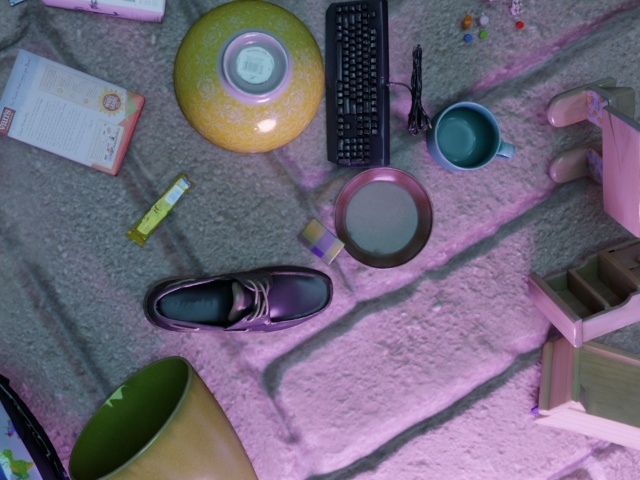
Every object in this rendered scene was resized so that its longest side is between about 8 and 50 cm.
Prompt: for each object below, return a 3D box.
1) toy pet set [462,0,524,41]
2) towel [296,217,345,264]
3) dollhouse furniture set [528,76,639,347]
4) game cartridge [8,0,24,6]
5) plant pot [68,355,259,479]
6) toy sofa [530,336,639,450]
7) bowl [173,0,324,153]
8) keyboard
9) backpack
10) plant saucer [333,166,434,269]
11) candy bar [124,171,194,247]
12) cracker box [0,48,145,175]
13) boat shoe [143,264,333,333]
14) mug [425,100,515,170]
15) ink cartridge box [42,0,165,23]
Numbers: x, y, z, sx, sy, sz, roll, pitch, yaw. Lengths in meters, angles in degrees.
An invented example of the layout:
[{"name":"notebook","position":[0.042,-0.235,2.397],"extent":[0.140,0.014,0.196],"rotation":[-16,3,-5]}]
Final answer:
[{"name":"toy pet set","position":[0.329,-0.465,1.714],"extent":[0.122,0.065,0.114],"rotation":[-14,128,-5]},{"name":"towel","position":[0.000,0.000,1.669],"extent":[0.083,0.009,0.060],"rotation":[39,116,3]},{"name":"dollhouse furniture set","position":[0.527,-0.040,1.607],"extent":[0.257,0.362,0.394],"rotation":[-19,124,-9]},{"name":"game cartridge","position":[-0.554,-0.472,1.587],"extent":[0.056,0.017,0.083],"rotation":[-25,95,-4]},{"name":"plant pot","position":[-0.241,0.404,1.554],"extent":[0.275,0.275,0.293],"rotation":[-42,112,-6]},{"name":"toy sofa","position":[0.611,0.312,1.739],"extent":[0.363,0.177,0.150],"rotation":[17,64,-9]},{"name":"bowl","position":[-0.124,-0.307,1.588],"extent":[0.290,0.156,0.289],"rotation":[0,91,-8]},{"name":"keyboard","position":[0.107,-0.296,1.654],"extent":[0.202,0.033,0.317],"rotation":[-1,92,13]},{"name":"backpack","position":[-0.564,0.374,1.479],"extent":[0.273,0.290,0.355],"rotation":[-16,86,-16]},{"name":"plant saucer","position":[0.120,-0.043,1.693],"extent":[0.199,0.036,0.198],"rotation":[0,91,-8]},{"name":"candy bar","position":[-0.297,-0.059,1.636],"extent":[0.040,0.018,0.161],"rotation":[41,85,-11]},{"name":"cracker box","position":[-0.453,-0.228,1.583],"extent":[0.232,0.067,0.155],"rotation":[21,88,-10]},{"name":"boat shoe","position":[-0.145,0.119,1.608],"extent":[0.356,0.130,0.132],"rotation":[-8,93,-9]},{"name":"mug","position":[0.277,-0.187,1.682],"extent":[0.129,0.097,0.157],"rotation":[-41,98,-6]},{"name":"ink cartridge box","position":[-0.383,-0.489,1.574],"extent":[0.218,0.092,0.158],"rotation":[7,90,-11]}]
